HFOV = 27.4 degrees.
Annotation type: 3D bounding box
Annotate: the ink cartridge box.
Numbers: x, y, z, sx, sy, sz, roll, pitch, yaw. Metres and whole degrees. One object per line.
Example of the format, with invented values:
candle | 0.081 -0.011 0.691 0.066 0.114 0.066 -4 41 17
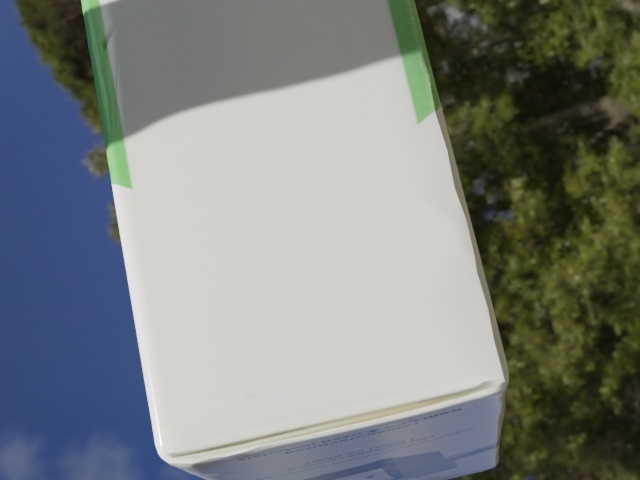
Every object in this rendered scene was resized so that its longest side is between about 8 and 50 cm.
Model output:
ink cartridge box | 0.000 0.000 0.583 0.289 0.122 0.211 65 -168 -74
